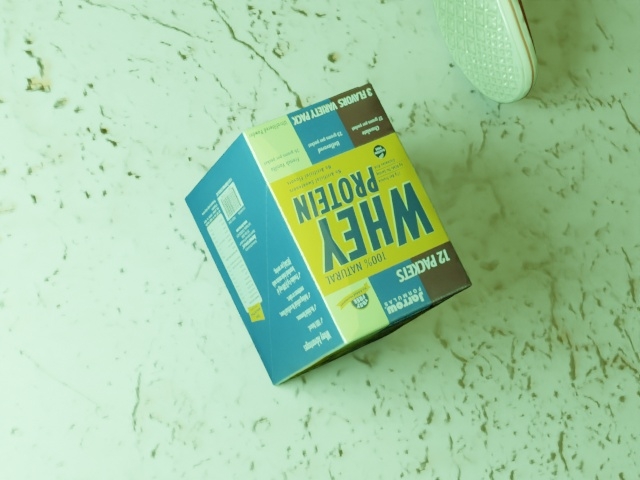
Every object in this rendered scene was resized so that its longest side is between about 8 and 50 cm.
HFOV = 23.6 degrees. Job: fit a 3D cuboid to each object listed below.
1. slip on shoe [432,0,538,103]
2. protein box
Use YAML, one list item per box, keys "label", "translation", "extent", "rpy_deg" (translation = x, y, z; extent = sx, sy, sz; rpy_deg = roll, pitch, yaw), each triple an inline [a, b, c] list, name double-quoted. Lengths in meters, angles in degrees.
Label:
- label: "slip on shoe"
  translation: [0.168, -0.301, 1.596]
  extent: [0.101, 0.123, 0.331]
  rpy_deg: [-8, 72, -27]
- label: "protein box"
  translation: [0.000, 0.000, 1.387]
  extent: [0.136, 0.200, 0.201]
  rpy_deg: [-23, 83, -25]
